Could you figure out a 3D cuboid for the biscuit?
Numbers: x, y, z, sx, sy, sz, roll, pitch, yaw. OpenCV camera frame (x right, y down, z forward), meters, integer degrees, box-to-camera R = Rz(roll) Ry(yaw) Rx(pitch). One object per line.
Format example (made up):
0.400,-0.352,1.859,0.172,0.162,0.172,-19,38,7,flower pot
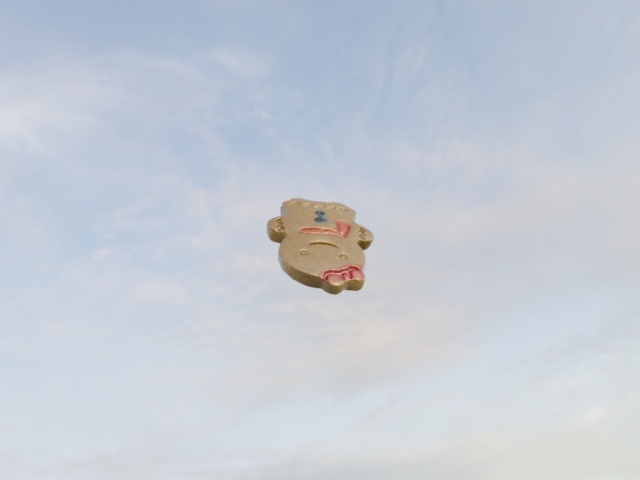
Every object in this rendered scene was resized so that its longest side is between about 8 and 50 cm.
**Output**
0.000,0.000,1.000,0.165,0.226,0.036,8,-57,-5,biscuit
